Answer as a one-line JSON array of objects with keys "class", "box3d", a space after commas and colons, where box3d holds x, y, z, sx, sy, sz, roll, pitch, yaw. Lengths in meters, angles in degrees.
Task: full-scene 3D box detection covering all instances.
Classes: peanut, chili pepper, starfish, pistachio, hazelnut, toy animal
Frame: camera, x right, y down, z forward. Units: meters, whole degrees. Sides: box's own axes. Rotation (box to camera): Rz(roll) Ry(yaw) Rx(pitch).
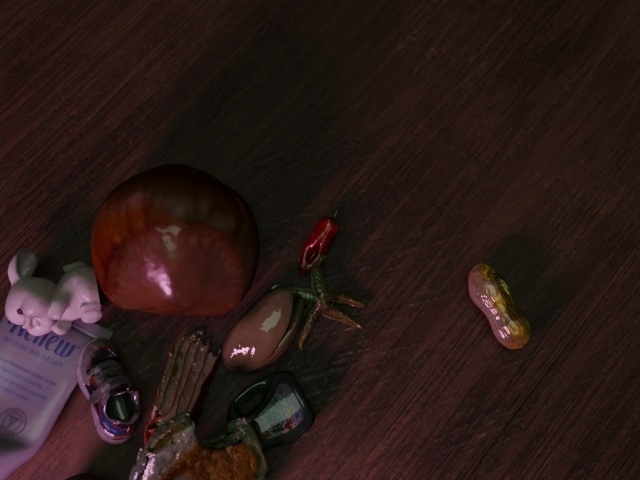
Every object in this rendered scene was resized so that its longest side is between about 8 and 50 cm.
[{"class": "peanut", "box3d": [0.394, 0.146, 1.603, 0.087, 0.087, 0.206, -27, 80, -9]}, {"class": "chili pepper", "box3d": [-0.001, 0.000, 1.639, 0.059, 0.050, 0.191, 30, 83, -12]}, {"class": "starfish", "box3d": [-0.003, 0.142, 1.601, 0.223, 0.050, 0.216, 17, 91, -1]}, {"class": "pistachio", "box3d": [-0.122, 0.192, 1.539, 0.136, 0.136, 0.226, 41, 93, 8]}, {"class": "hazelnut", "box3d": [-0.297, -0.003, 1.509, 0.372, 0.315, 0.372, 12, 48, -13]}, {"class": "toy animal", "box3d": [-0.564, 0.110, 1.537, 0.193, 0.127, 0.178, -2, 50, -12]}]

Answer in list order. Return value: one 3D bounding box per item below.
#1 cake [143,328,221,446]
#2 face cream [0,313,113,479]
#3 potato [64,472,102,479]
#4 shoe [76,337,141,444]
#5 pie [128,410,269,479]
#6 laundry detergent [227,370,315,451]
[{"class": "cake", "box3d": [-0.295, 0.323, 1.531, 0.098, 0.135, 0.287, 16, 56, 6]}, {"class": "face cream", "box3d": [-0.644, 0.326, 1.510, 0.235, 0.137, 0.420, 23, 64, 5]}, {"class": "potato", "box3d": [-0.458, 0.592, 1.409, 0.165, 0.165, 0.262, -9, 64, -5]}, {"class": "shoe", "box3d": [-0.434, 0.307, 1.491, 0.099, 0.125, 0.227, -15, 80, -30]}, {"class": "pie", "box3d": [-0.243, 0.476, 1.423, 0.303, 0.067, 0.302, -10, 113, -23]}, {"class": "laundry detergent", "box3d": [-0.131, 0.378, 1.524, 0.222, 0.078, 0.144, -27, 79, -7]}]
